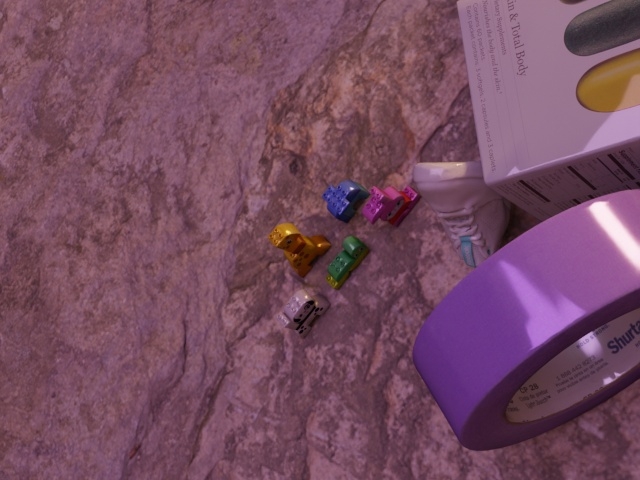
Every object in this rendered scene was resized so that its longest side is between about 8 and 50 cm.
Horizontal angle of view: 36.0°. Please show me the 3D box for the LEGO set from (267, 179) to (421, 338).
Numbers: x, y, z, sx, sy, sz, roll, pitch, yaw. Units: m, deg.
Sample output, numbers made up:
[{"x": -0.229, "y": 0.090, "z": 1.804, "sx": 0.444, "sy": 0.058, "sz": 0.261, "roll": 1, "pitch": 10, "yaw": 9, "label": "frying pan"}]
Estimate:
[{"x": 0.000, "y": 0.000, "z": 1.165, "sx": 0.227, "sy": 0.093, "sz": 0.087, "roll": -52, "pitch": 56, "yaw": 12, "label": "LEGO set"}]

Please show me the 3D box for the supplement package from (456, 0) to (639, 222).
[{"x": 0.300, "y": -0.154, "z": 0.941, "sx": 0.262, "sy": 0.198, "sz": 0.199, "roll": -16, "pitch": 69, "yaw": 30, "label": "supplement package"}]

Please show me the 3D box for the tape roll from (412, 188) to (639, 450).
[{"x": 0.223, "y": 0.078, "z": 0.887, "sx": 0.275, "sy": 0.275, "sz": 0.090, "roll": -41, "pitch": 60, "yaw": 18, "label": "tape roll"}]

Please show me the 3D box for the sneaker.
[{"x": 0.151, "y": -0.022, "z": 1.000, "sx": 0.080, "sy": 0.212, "sz": 0.094, "roll": 1, "pitch": 79, "yaw": 27, "label": "sneaker"}]
